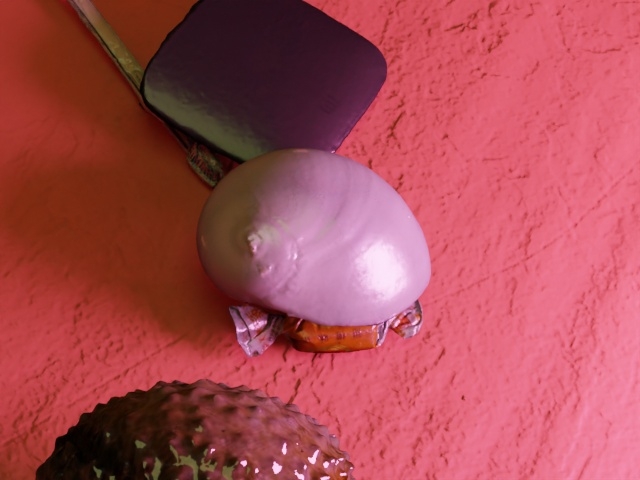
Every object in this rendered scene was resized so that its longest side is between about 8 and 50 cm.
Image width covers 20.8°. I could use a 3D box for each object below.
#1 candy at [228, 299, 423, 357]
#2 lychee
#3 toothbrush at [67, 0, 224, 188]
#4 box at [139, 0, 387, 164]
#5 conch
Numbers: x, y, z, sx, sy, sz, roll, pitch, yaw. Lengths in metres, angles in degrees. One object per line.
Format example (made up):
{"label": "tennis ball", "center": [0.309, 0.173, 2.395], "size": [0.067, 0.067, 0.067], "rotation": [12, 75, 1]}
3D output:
{"label": "candy", "center": [0.005, 0.078, 1.579], "size": [0.182, 0.046, 0.053], "rotation": [-1, 58, -14]}
{"label": "lychee", "center": [-0.095, 0.223, 1.367], "size": [0.255, 0.255, 0.274], "rotation": [43, 45, 16]}
{"label": "toothbrush", "center": [-0.180, -0.162, 1.696], "size": [0.026, 0.028, 0.294], "rotation": [-29, 68, -27]}
{"label": "box", "center": [-0.054, -0.157, 1.691], "size": [0.201, 0.042, 0.212], "rotation": [32, 56, 0]}
{"label": "conch", "center": [0.000, -0.002, 1.566], "size": [0.221, 0.121, 0.185], "rotation": [-6, 65, -22]}
